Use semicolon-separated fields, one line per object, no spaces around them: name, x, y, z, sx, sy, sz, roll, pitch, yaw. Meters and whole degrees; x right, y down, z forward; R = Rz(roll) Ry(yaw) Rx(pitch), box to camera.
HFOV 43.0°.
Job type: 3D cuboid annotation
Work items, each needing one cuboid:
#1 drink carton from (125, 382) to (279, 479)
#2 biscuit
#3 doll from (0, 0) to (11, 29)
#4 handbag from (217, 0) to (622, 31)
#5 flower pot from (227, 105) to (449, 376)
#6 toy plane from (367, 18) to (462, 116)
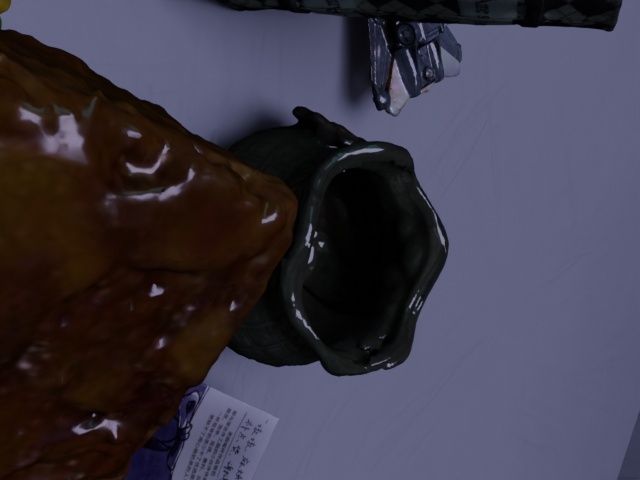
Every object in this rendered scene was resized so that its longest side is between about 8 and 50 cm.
drink carton;-0.161;0.214;0.879;0.222;0.101;0.134;38;68;-47
biscuit;-0.244;0.054;0.611;0.342;0.166;0.395;23;106;-45
doll;-0.341;-0.258;0.500;0.363;0.160;0.183;42;34;-49
handbag;0.103;-0.382;0.813;0.180;0.416;0.317;-11;107;-78
flower pot;0.000;0.000;0.929;0.301;0.213;0.302;-15;110;-46
toy plane;0.102;-0.340;1.054;0.204;0.103;0.316;-37;125;-38
